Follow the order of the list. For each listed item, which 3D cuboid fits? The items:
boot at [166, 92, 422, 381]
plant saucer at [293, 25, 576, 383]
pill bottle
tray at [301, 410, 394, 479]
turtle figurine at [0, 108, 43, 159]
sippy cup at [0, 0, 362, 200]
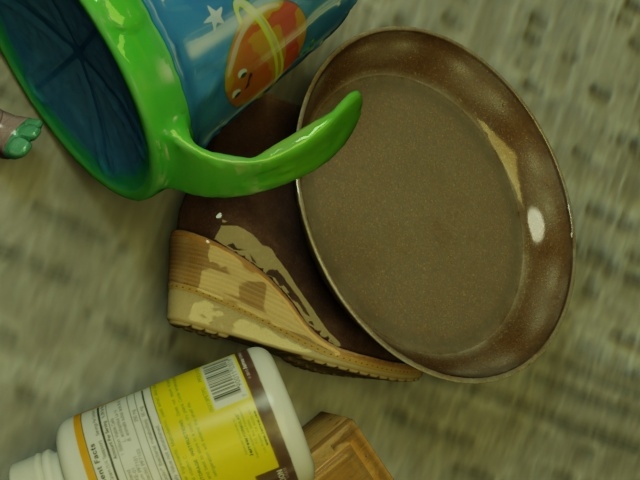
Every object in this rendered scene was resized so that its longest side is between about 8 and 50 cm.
[{"bbox_3d":[0.000,0.000,1.046,0.248,0.090,0.206,20,76,-26],"label":"boot"},{"bbox_3d":[0.093,-0.028,1.063,0.311,0.050,0.310,15,65,-33],"label":"plant saucer"},{"bbox_3d":[-0.120,0.170,0.960,0.215,0.117,0.117,-21,96,-6],"label":"pill bottle"},{"bbox_3d":[-0.085,0.345,1.006,0.411,0.076,0.202,-37,102,-20],"label":"tray"},{"bbox_3d":[-0.324,-0.117,0.900,0.175,0.118,0.234,-42,121,8],"label":"turtle figurine"},{"bbox_3d":[-0.104,-0.184,0.935,0.224,0.240,0.305,-36,104,-24],"label":"sippy cup"}]
